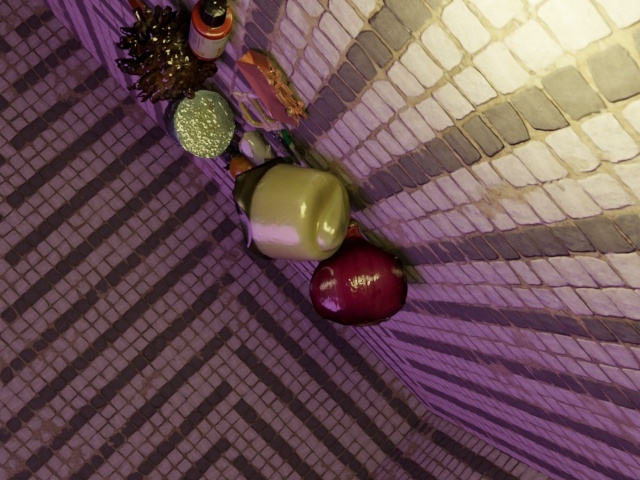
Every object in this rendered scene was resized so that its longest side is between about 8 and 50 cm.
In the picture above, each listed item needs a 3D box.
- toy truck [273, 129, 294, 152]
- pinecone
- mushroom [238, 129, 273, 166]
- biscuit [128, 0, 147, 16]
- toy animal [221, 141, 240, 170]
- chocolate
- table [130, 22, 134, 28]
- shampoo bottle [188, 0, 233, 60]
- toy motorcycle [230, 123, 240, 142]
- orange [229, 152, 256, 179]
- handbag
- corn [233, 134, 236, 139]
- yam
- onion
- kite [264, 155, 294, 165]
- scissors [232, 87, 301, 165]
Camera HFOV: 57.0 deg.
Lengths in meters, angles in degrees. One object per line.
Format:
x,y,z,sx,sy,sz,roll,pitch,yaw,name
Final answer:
-0.116,-0.321,1.909,0.044,0.039,0.083,17,151,38,toy truck
-0.472,-0.554,1.761,0.242,0.298,0.296,27,144,48,pinecone
-0.210,-0.299,2.189,0.278,0.099,0.096,51,173,-39,mushroom
-0.637,-0.823,2.066,0.130,0.019,0.102,43,168,13,biscuit
-0.354,-0.354,2.483,0.146,0.114,0.245,26,154,35,toy animal
-0.051,-0.098,1.828,0.297,0.314,0.326,-4,107,36,chocolate
-0.557,-0.673,1.994,0.166,0.166,0.198,46,161,-3,table
-0.283,-0.556,1.520,0.104,0.104,0.278,48,169,-9,shampoo bottle
-0.382,-0.411,2.317,0.061,0.124,0.193,37,172,-31,toy motorcycle
-0.286,-0.296,2.349,0.154,0.154,0.134,-175,83,-73,orange
-0.130,-0.412,1.599,0.157,0.059,0.212,33,165,50,handbag
-0.377,-0.439,2.450,0.083,0.027,0.028,33,180,40,corn
-0.467,-0.447,2.210,0.241,0.241,0.348,52,171,-28,yam
0.119,0.104,2.008,0.348,0.347,0.386,111,149,-77,onion
-0.139,-0.203,1.952,0.009,0.232,0.189,2,146,38,kite
-0.148,-0.349,1.839,0.160,0.024,0.317,-3,139,39,scissors
